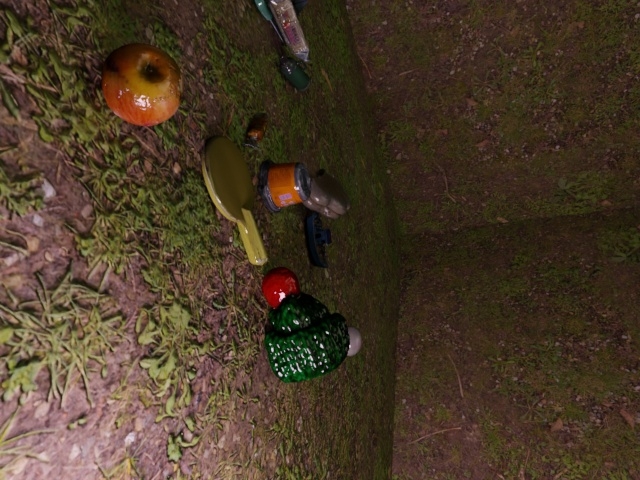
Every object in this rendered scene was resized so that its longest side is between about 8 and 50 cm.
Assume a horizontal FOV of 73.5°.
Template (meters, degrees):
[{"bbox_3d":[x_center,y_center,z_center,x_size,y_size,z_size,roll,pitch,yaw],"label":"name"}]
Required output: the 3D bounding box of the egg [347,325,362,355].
[{"bbox_3d":[0.133,0.445,1.901,0.103,0.103,0.134,58,32,-51],"label":"egg"}]

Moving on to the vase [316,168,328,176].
[{"bbox_3d":[0.022,-0.277,1.928,0.100,0.053,0.053,48,38,-51],"label":"vase"}]

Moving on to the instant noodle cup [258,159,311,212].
[{"bbox_3d":[-0.105,-0.186,1.400,0.208,0.126,0.177,-67,144,-57],"label":"instant noodle cup"}]

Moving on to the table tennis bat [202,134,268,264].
[{"bbox_3d":[-0.221,-0.102,1.157,0.224,0.054,0.368,-57,132,-64],"label":"table tennis bat"}]

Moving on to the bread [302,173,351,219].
[{"bbox_3d":[0.031,-0.171,1.732,0.183,0.102,0.337,46,22,2],"label":"bread"}]

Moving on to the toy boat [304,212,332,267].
[{"bbox_3d":[0.000,0.000,1.689,0.100,0.097,0.223,-21,102,-68],"label":"toy boat"}]

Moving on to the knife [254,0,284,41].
[{"bbox_3d":[-0.184,-0.815,1.568,0.260,0.035,0.063,15,55,-77],"label":"knife"}]

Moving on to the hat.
[{"bbox_3d":[-0.057,0.228,1.255,0.274,0.242,0.332,22,48,-83],"label":"hat"}]

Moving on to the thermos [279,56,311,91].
[{"bbox_3d":[-0.099,-0.650,1.662,0.188,0.083,0.073,15,90,-68],"label":"thermos"}]

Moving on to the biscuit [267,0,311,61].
[{"bbox_3d":[-0.126,-0.809,1.558,0.186,0.079,0.309,66,4,37],"label":"biscuit"}]

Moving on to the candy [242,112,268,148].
[{"bbox_3d":[-0.195,-0.334,1.314,0.046,0.053,0.182,74,21,-46],"label":"candy"}]

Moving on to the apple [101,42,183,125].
[{"bbox_3d":[-0.321,-0.283,0.774,0.146,0.147,0.146,-7,90,-71],"label":"apple"}]

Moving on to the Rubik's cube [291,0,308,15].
[{"bbox_3d":[-0.099,-0.942,1.631,0.190,0.178,0.211,-64,142,-53],"label":"Rubik's cube"}]
